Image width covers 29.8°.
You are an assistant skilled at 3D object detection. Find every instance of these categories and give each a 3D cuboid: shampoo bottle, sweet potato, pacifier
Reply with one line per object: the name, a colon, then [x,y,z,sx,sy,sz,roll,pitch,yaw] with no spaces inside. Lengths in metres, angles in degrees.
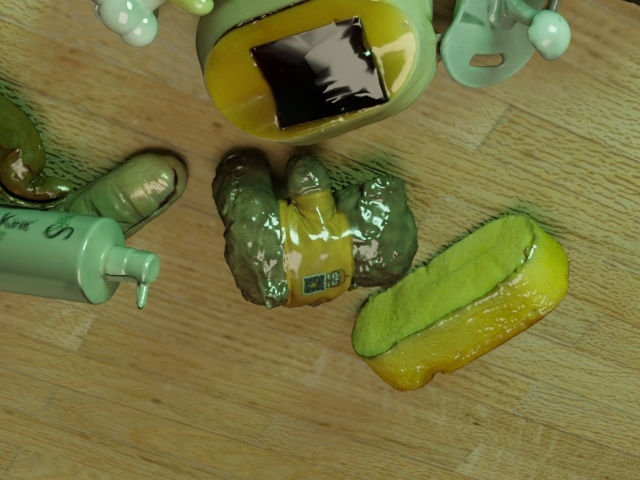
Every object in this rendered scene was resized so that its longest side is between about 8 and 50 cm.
shampoo bottle: [-0.272,0.010,1.135,0.262,0.085,0.085,6,134,21]
sweet potato: [-0.361,-0.111,1.065,0.310,0.098,0.124,18,159,-17]
pacifier: [0.172,-0.187,1.014,0.126,0.116,0.150,-2,122,-36]

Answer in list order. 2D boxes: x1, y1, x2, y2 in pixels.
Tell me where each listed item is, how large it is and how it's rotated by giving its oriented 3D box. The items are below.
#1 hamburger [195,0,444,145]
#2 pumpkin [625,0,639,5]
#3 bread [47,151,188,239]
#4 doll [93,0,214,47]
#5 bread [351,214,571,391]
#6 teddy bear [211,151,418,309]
hamburger: [-0.002,-0.167,1.034,0.210,0.116,0.173,-19,121,19]
pumpkin: [0.282,-0.272,0.916,0.218,0.162,0.219,-3,135,-3]
bread: [-0.220,-0.018,1.190,0.214,0.053,0.073,-29,130,21]
doll: [-0.125,-0.228,0.995,0.162,0.062,0.106,-28,85,20]
bread: [0.148,0.070,1.250,0.245,0.102,0.094,-34,122,23]
teddy bear: [0.000,0.000,1.167,0.190,0.140,0.177,-11,128,-4]
